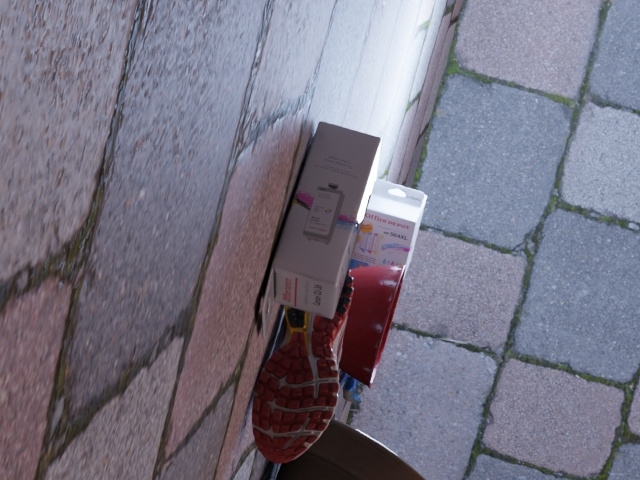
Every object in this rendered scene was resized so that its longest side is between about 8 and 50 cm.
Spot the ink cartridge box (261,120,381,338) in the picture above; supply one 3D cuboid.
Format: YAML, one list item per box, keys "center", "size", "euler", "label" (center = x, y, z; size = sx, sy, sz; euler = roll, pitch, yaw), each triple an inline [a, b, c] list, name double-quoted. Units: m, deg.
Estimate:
- center: [0.000, 0.000, 1.445]
  size: [0.115, 0.067, 0.198]
  euler: [91, 16, -71]
  label: "ink cartridge box"

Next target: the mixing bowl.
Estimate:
- center: [0.050, 0.110, 2.112]
  size: [0.181, 0.098, 0.181]
  euler: [16, 90, -84]
  label: "mixing bowl"

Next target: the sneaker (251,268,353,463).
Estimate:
- center: [-0.013, 0.133, 1.602]
  size: [0.093, 0.088, 0.225]
  euler: [94, 13, -71]
  label: "sneaker"

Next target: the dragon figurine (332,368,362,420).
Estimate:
- center: [0.041, 0.161, 2.240]
  size: [0.289, 0.085, 0.144]
  euler: [-64, 169, -64]
  label: "dragon figurine"

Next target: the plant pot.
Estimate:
- center: [0.010, 0.397, 1.999]
  size: [0.229, 0.263, 0.263]
  euler: [-52, 167, -20]
  label: "plant pot"

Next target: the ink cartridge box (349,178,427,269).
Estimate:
- center: [0.104, -0.018, 2.323]
  size: [0.090, 0.092, 0.143]
  euler: [-65, 168, -56]
  label: "ink cartridge box"
